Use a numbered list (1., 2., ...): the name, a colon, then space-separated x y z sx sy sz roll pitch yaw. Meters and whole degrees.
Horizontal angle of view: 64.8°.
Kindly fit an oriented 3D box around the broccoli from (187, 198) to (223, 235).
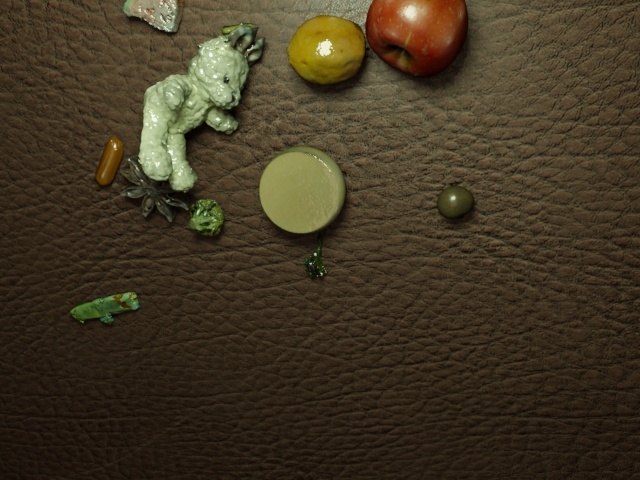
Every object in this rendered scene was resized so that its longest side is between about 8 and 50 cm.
1. broccoli: -0.369 -0.071 1.616 0.131 0.120 0.130 11 120 32

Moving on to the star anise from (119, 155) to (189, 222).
1. star anise: -0.522 -0.181 1.613 0.223 0.109 0.236 -24 119 40

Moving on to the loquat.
1. loquat: 0.024 -0.516 1.364 0.234 0.187 0.176 -3 150 1

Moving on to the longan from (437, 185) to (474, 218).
1. longan: 0.399 -0.109 1.487 0.113 0.092 0.113 -7 119 -13

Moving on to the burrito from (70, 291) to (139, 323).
1. burrito: -0.777 0.257 1.836 0.288 0.054 0.104 -13 108 12

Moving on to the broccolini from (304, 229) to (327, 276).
1. broccolini: -0.005 -0.002 1.631 0.057 0.071 0.254 22 110 47

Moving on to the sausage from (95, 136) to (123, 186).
1. sausage: -0.688 -0.252 1.644 0.062 0.054 0.183 21 111 -28

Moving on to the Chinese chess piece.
1. Chinese chess piece: -0.055 -0.151 1.529 0.273 0.102 0.273 3 104 13

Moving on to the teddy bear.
1. teddy bear: -0.304 -0.365 1.401 0.362 0.327 0.375 -13 77 13

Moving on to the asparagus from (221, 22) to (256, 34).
1. asparagus: -0.238 -0.614 1.459 0.108 0.021 0.025 -4 107 11

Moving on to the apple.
1. apple: 0.249 -0.547 1.276 0.260 0.260 0.216 34 87 -3

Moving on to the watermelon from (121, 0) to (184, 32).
1. watermelon: -0.464 -0.666 1.460 0.187 0.071 0.139 -21 111 7
